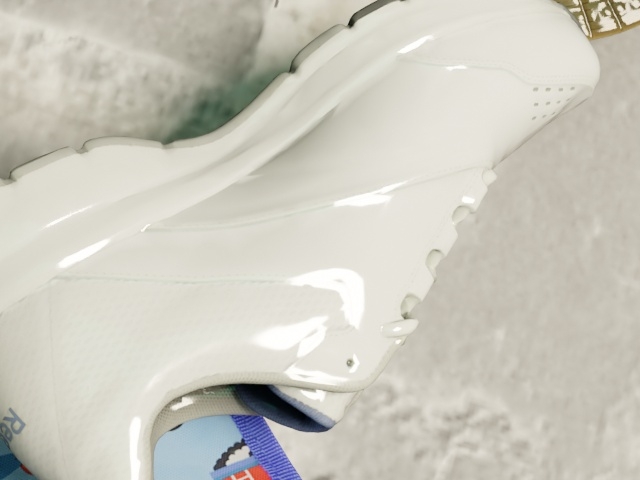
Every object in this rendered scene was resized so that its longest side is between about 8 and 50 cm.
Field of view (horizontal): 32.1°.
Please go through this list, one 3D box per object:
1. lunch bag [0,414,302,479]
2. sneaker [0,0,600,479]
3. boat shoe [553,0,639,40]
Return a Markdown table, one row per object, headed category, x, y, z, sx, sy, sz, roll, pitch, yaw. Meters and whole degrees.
| category | x | y | z | sx | sy | sz | roll | pitch | yaw |
| --- | --- | --- | --- | --- | --- | --- | --- | --- | --- |
| lunch bag | -0.085 | 0.178 | 0.414 | 0.221 | 0.138 | 0.293 | -28 | 70 | -14 |
| sneaker | 0.000 | 0.000 | 0.433 | 0.297 | 0.111 | 0.129 | -31 | 74 | -20 |
| boat shoe | 0.152 | -0.137 | 0.537 | 0.153 | 0.048 | 0.056 | -30 | 97 | -5 |
